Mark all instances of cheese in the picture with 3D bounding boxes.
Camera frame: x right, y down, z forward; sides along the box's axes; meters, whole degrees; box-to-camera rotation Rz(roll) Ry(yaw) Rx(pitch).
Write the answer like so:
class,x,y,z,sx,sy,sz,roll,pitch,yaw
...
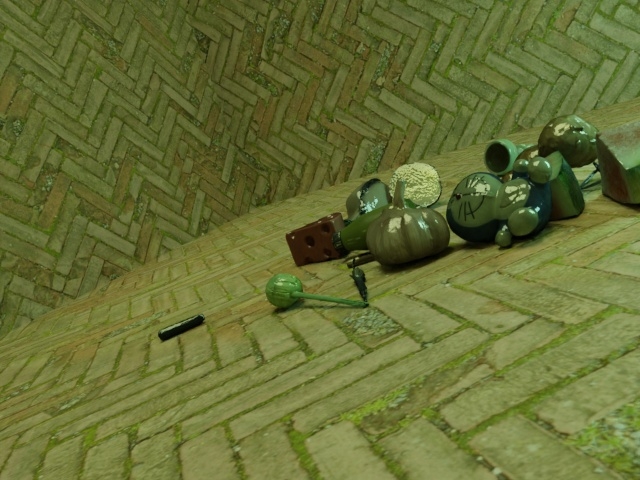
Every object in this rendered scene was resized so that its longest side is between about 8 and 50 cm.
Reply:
class,x,y,z,sx,sy,sz,roll,pitch,yaw
cheese,0.025,-0.010,1.899,0.203,0.128,0.177,-17,8,38

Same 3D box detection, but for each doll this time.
class,x,y,z,sx,sy,sz,roll,pitch,yaw
doll,0.424,-0.086,1.400,0.258,0.228,0.154,5,-21,39

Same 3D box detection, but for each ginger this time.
class,x,y,z,sx,sy,sz,roll,pitch,yaw
ginger,0.648,-0.221,1.645,0.244,0.155,0.304,-19,-25,-47

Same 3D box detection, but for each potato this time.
class,x,y,z,sx,sy,sz,roll,pitch,yaw
potato,0.362,-0.181,2.149,0.202,0.117,0.182,13,70,26

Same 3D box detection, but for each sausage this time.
class,x,y,z,sx,sy,sz,roll,pitch,yaw
sausage,0.136,0.048,1.636,0.132,0.024,0.024,-19,10,9

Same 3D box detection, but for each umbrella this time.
class,x,y,z,sx,sy,sz,roll,pitch,yaw
umbrella,0.096,0.105,1.410,0.044,0.044,0.269,6,19,-5
umbrella,-0.378,0.234,1.582,0.133,0.031,0.036,-22,12,-20

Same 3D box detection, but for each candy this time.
class,x,y,z,sx,sy,sz,roll,pitch,yaw
candy,-0.011,0.132,1.378,0.335,0.093,0.092,4,67,46

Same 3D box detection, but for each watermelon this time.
class,x,y,z,sx,sy,sz,roll,pitch,yaw
watermelon,0.765,-0.167,1.360,0.310,0.193,0.232,-37,35,-19
watermelon,0.536,-0.110,1.505,0.256,0.140,0.193,-24,10,38

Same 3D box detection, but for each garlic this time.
class,x,y,z,sx,sy,sz,roll,pitch,yaw
garlic,0.213,-0.051,1.495,0.218,0.212,0.218,-14,6,1

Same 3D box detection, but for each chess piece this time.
class,x,y,z,sx,sy,sz,roll,pitch,yaw
chess piece,0.775,-0.336,2.273,0.271,0.139,0.139,-12,5,-32

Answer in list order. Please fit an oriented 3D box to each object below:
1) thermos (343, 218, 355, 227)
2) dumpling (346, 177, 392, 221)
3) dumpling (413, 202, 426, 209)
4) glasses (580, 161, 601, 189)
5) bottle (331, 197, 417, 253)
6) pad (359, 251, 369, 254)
class,x,y,z,sx,sy,sz,roll,pitch,yaw
thermos,0.090,-0.036,2.005,0.187,0.083,0.073,-10,10,36
dumpling,0.159,-0.132,2.186,0.204,0.163,0.293,-3,30,44
dumpling,0.248,-0.056,1.785,0.188,0.108,0.127,-30,-23,19
glasses,0.744,-0.161,1.612,0.104,0.062,0.140,-39,4,16
bottle,0.158,-0.031,1.696,0.260,0.112,0.112,-21,8,24
pad,0.200,0.014,1.666,0.187,0.006,0.113,-18,-4,11
